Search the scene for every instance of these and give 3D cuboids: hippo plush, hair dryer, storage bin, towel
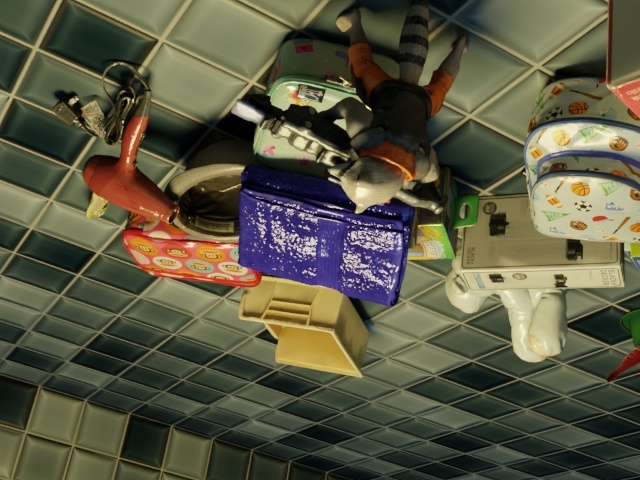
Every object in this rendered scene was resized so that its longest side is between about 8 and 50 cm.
[{"bbox_3d":[0.371,0.107,1.860,0.236,0.234,0.294,11,152,-5],"label":"hippo plush"},{"bbox_3d":[-0.349,-0.150,1.643,0.223,0.080,0.293,-15,112,40],"label":"hair dryer"},{"bbox_3d":[-0.037,0.207,2.249,0.260,0.123,0.262,6,152,23],"label":"storage bin"},{"bbox_3d":[0.000,0.000,1.600,0.308,0.076,0.228,15,129,12],"label":"towel"}]

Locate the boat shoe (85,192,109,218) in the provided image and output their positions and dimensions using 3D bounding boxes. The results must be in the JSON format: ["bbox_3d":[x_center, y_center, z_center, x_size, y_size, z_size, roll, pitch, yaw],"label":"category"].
[{"bbox_3d":[-0.456,-0.086,1.944,0.048,0.056,0.153,22,142,-12],"label":"boat shoe"}]

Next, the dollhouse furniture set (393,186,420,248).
[{"bbox_3d":[0.117,-0.105,1.605,0.101,0.182,0.161,2,151,12],"label":"dollhouse furniture set"}]

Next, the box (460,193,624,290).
[{"bbox_3d":[0.415,0.002,1.727,0.290,0.169,0.087,-4,149,21],"label":"box"}]

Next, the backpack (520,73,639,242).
[{"bbox_3d":[0.435,-0.130,1.463,0.276,0.213,0.263,1,140,21],"label":"backpack"}]

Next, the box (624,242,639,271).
[{"bbox_3d":[0.694,0.031,1.828,0.178,0.042,0.109,-11,145,31],"label":"box"}]

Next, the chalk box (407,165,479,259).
[{"bbox_3d":[0.191,-0.049,1.738,0.213,0.132,0.132,0,150,18],"label":"chalk box"}]

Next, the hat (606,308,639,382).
[{"bbox_3d":[0.756,0.264,2.080,0.208,0.184,0.173,-3,149,21],"label":"hat"}]

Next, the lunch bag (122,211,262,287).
[{"bbox_3d":[-0.265,0.012,2.010,0.293,0.120,0.258,7,155,8],"label":"lunch bag"}]

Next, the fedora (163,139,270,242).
[{"bbox_3d":[-0.159,-0.106,1.743,0.275,0.124,0.243,-23,140,34],"label":"fedora"}]

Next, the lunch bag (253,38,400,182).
[{"bbox_3d":[0.013,-0.205,1.533,0.224,0.108,0.279,14,151,-8],"label":"lunch bag"}]

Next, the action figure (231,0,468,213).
[{"bbox_3d":[0.064,-0.196,1.303,0.341,0.330,0.178,19,149,-16],"label":"action figure"}]

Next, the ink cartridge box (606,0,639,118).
[{"bbox_3d":[0.530,-0.224,1.168,0.384,0.279,0.160,31,145,-34],"label":"ink cartridge box"}]

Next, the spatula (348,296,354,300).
[{"bbox_3d":[0.110,0.076,2.090,0.084,0.030,0.296,21,150,-10],"label":"spatula"}]
